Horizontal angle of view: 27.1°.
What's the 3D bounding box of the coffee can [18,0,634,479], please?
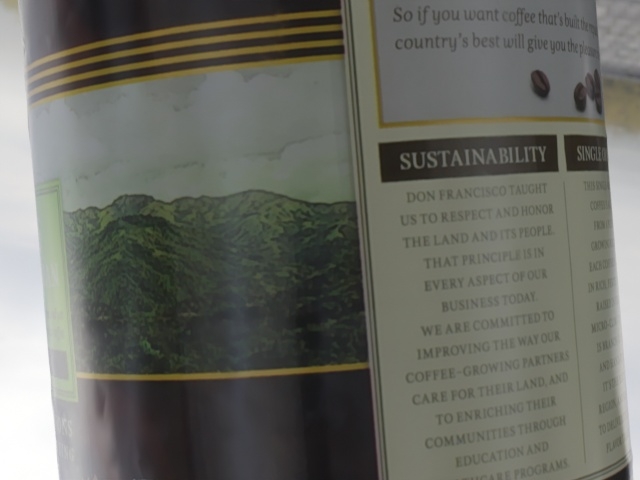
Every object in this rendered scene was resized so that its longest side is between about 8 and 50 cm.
[{"bbox_3d":[-0.001,-0.040,0.461,0.201,0.275,0.201,-5,180,0],"label":"coffee can"}]
